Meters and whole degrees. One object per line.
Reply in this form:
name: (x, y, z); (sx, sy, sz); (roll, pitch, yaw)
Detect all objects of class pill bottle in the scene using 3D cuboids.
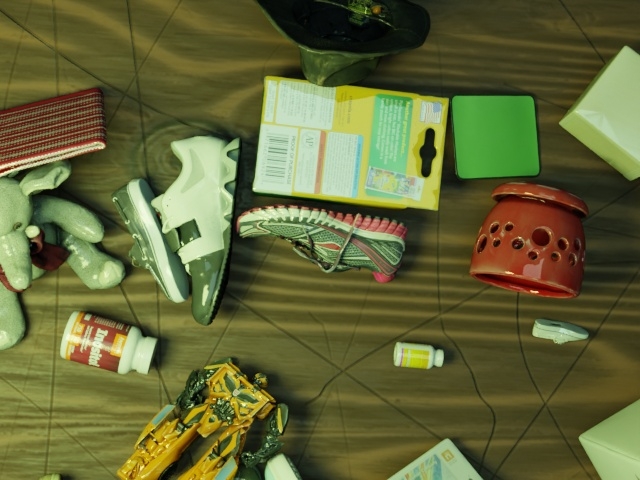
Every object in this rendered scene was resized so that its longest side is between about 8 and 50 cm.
pill bottle: (0.173, 0.204, 1.858); (0.083, 0.043, 0.043); (6, 87, -3)
pill bottle: (-0.361, 0.179, 1.801); (0.152, 0.086, 0.086); (15, 87, -3)

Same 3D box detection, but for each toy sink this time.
toy sink: (0.568, -0.202, 1.858); (0.234, 0.131, 0.153); (38, 86, 3)

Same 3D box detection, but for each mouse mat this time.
mouse mat: (0.311, -0.184, 1.863); (0.189, 0.007, 0.153); (-4, 89, -27)

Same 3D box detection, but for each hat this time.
hat: (0.025, -0.344, 1.795); (0.331, 0.331, 0.134); (14, 126, -3)

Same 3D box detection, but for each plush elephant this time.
plush elephant: (-0.502, -0.009, 1.713); (0.272, 0.255, 0.330); (-23, 89, -4)

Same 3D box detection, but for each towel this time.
towel: (-0.450, -0.179, 1.728); (0.199, 0.275, 0.031); (-16, 118, -5)

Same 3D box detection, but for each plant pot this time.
plant pot: (0.366, -0.002, 1.807); (0.191, 0.191, 0.174); (15, 84, -3)

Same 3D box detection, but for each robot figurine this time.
robot figurine: (-0.191, 0.332, 1.773); (0.211, 0.085, 0.291); (36, 74, 21)

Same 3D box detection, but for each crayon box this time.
crayon box: (0.051, -0.164, 1.844); (0.323, 0.083, 0.203); (6, 87, -3)

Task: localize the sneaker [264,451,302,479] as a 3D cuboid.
sneaker: (-0.056, 0.551, 1.784); (0.150, 0.135, 0.366); (-17, 88, -8)

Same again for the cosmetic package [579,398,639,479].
cosmetic package: (0.716, 0.387, 1.747); (0.393, 0.327, 0.329); (-29, 90, -5)

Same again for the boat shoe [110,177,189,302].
boat shoe: (-0.300, 0.008, 1.820); (0.076, 0.080, 0.228); (-23, 93, 13)

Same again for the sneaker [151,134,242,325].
sneaker: (-0.220, -0.019, 1.807); (0.146, 0.122, 0.330); (4, 78, -4)

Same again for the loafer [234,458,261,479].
loafer: (-0.212, 0.468, 1.799); (0.251, 0.087, 0.094); (-40, 91, -4)

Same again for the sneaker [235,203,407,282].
sneaker: (0.000, 0.000, 1.816); (0.299, 0.121, 0.112); (9, 89, -4)

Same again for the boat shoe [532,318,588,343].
boat shoe: (0.429, 0.168, 1.885); (0.100, 0.035, 0.035); (10, 114, -7)

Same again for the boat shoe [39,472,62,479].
boat shoe: (-0.513, 0.522, 1.768); (0.089, 0.104, 0.285); (21, 87, -6)

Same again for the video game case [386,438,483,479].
video game case: (0.190, 0.523, 1.730); (0.329, 0.036, 0.300); (-27, 66, -31)
